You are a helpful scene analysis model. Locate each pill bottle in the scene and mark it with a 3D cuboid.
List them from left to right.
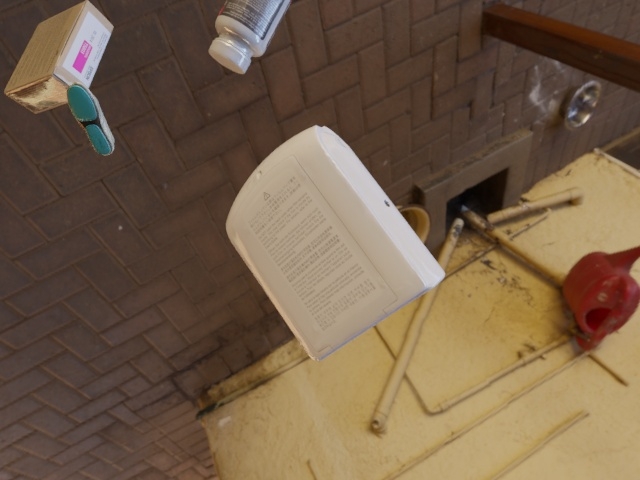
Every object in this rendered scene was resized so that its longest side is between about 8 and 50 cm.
[{"bbox_3d":[-0.226,-0.710,1.401,0.176,0.176,0.319,27,91,-45],"label":"pill bottle"}]

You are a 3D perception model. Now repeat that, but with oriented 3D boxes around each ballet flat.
[{"bbox_3d":[-0.482,-0.259,0.920,0.057,0.052,0.168,-4,134,-4],"label":"ballet flat"}]

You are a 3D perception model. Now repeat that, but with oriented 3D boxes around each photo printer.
[{"bbox_3d":[0.000,0.000,0.681,0.256,0.308,0.107,-41,170,29],"label":"photo printer"}]

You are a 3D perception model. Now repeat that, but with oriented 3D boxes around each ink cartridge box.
[{"bbox_3d":[-0.630,-0.440,1.058,0.193,0.235,0.088,-4,154,26],"label":"ink cartridge box"}]
